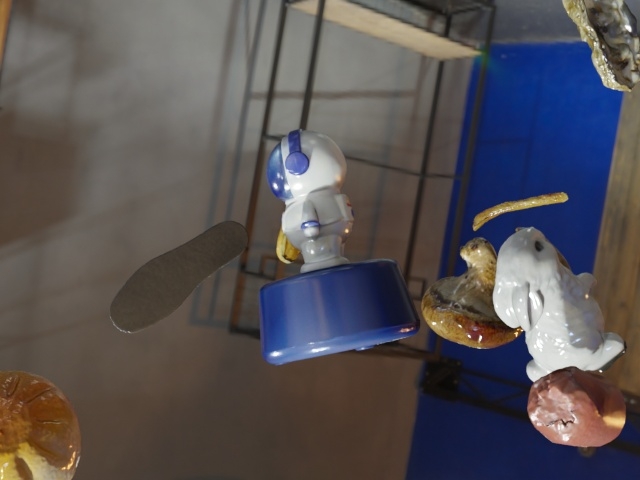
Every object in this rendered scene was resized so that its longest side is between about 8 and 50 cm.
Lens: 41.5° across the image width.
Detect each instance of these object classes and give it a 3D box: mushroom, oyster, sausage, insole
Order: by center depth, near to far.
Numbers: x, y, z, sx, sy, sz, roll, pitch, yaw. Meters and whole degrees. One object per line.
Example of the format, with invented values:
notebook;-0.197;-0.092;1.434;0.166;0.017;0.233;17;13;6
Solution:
oyster;0.479;-0.420;1.466;0.128;0.345;0.078;-18;180;-29
sausage;0.502;0.326;1.646;0.152;0.152;0.279;10;172;38
insole;-0.279;0.064;1.679;0.111;0.327;0.007;52;159;2
mushroom;0.395;0.163;2.163;0.267;0.267;0.254;10;143;25

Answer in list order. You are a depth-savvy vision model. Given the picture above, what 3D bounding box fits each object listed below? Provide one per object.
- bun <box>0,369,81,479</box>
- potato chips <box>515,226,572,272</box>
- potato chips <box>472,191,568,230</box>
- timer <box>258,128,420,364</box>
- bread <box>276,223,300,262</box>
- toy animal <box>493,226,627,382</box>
bun;-0.614;0.387;1.625;0.298;0.299;0.165;10;148;-11
potato chips;0.583;0.030;2.179;0.150;0.049;0.202;34;-167;-45
potato chips;0.410;-0.067;1.751;0.204;0.037;0.026;-18;169;20
timer;0.000;0.000;1.426;0.270;0.384;0.270;-12;173;-1
bread;-0.056;-0.007;1.641;0.024;0.110;0.110;13;-179;17
toy animal;0.502;0.149;1.882;0.357;0.258;0.194;45;173;-22
